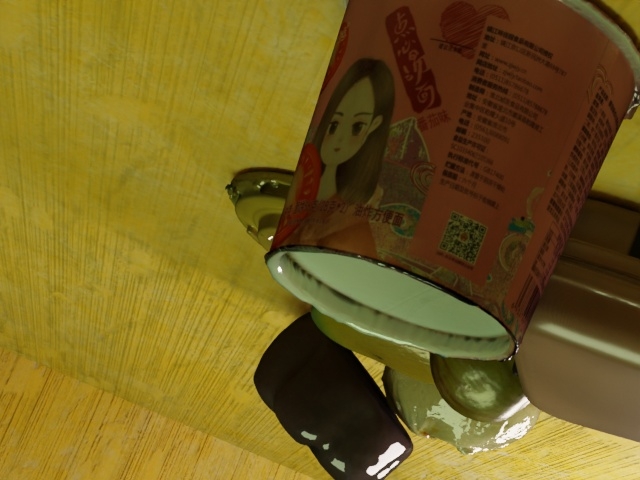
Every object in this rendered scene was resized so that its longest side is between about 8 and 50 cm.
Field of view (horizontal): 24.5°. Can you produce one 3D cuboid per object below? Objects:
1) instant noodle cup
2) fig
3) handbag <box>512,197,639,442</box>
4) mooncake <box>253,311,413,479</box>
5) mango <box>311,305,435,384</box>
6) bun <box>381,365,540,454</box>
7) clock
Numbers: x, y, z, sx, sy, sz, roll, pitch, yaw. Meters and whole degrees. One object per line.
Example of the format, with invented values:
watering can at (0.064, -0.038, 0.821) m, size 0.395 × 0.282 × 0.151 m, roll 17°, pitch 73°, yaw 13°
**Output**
instant noodle cup at (0.091, -0.052, 1.075) m, size 0.243 × 0.231 × 0.243 m, roll 20°, pitch 164°, yaw 6°
fig at (0.172, 0.114, 1.639) m, size 0.186 × 0.148 × 0.142 m, roll 50°, pitch 162°, yaw 26°
handbag at (0.321, 0.096, 1.378) m, size 0.283 × 0.149 × 0.302 m, roll 18°, pitch 160°, yaw 20°
mooncake at (0.018, 0.219, 1.984) m, size 0.245 × 0.133 × 0.245 m, roll 47°, pitch 179°, yaw 2°
mango at (0.094, 0.106, 1.772) m, size 0.237 × 0.091 × 0.137 m, roll 17°, pitch 156°, yaw 14°
bun at (0.177, 0.216, 1.931) m, size 0.222 × 0.127 × 0.222 m, roll 17°, pitch 161°, yaw 6°
clock at (0.000, 0.000, 1.625) m, size 0.237 × 0.057 × 0.237 m, roll 21°, pitch 162°, yaw 7°
